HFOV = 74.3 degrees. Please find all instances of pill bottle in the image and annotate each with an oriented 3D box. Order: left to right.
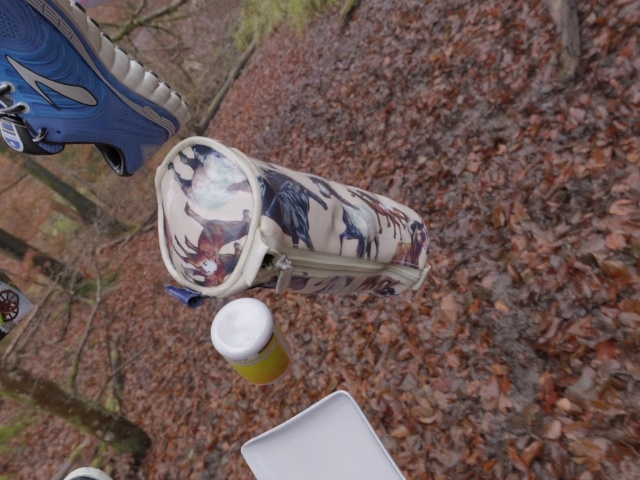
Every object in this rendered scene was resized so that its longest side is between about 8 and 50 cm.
[{"bbox_3d":[-0.126,0.211,0.836,0.117,0.215,0.117,-6,53,8],"label":"pill bottle"}]

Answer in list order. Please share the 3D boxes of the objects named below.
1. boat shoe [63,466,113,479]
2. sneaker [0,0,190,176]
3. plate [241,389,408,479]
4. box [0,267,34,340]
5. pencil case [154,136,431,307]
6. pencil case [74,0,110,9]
[{"bbox_3d":[-0.210,0.357,0.470,0.084,0.233,0.079,-50,5,-5],"label":"boat shoe"},{"bbox_3d":[-0.277,-0.159,0.402,0.129,0.330,0.147,28,85,34],"label":"sneaker"},{"bbox_3d":[0.031,0.400,0.682,0.277,0.278,0.045,-40,-9,30],"label":"plate"},{"bbox_3d":[-0.488,0.057,0.510,0.044,0.233,0.159,-4,37,18],"label":"box"},{"bbox_3d":[0.000,0.000,0.552,0.160,0.410,0.183,-52,57,21],"label":"pencil case"},{"bbox_3d":[-0.378,-0.349,0.564,0.273,0.113,0.124,-21,54,4],"label":"pencil case"}]
